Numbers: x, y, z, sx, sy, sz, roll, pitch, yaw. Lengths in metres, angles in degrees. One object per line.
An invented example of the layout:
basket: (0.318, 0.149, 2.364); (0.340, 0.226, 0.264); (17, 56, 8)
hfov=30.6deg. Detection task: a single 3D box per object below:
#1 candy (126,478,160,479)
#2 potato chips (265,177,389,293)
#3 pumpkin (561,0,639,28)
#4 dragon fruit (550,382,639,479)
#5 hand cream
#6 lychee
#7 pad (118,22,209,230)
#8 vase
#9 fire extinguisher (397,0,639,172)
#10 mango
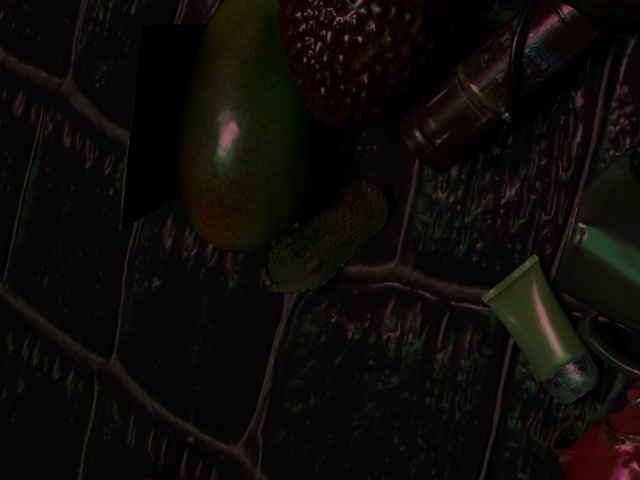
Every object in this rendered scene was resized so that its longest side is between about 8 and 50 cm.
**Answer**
candy: (-0.242, 0.540, 1.762); (0.427, 0.186, 0.386); (25, 101, 34)
potato chips: (0.000, 0.000, 1.557); (0.209, 0.142, 0.026); (-59, 38, 30)
pumpkin: (0.360, -0.355, 1.143); (0.225, 0.303, 0.256); (-33, 84, 54)
dragon fruit: (0.359, 0.284, 1.273); (0.224, 0.224, 0.227); (-6, 111, 37)
hand cream: (0.274, 0.114, 1.420); (0.095, 0.046, 0.175); (-44, 63, 33)
lychee: (0.058, -0.266, 1.415); (0.236, 0.236, 0.271); (31, 117, 30)
pad: (-0.197, -0.164, 1.558); (0.007, 0.367, 0.247); (9, 102, 7)
vase: (0.401, 0.071, 1.268); (0.301, 0.156, 0.251); (36, 131, 21)
fire extinguisher: (0.246, -0.202, 1.369); (0.341, 0.105, 0.141); (-39, 91, 33)
mango: (-0.090, -0.167, 1.550); (0.201, 0.225, 0.382); (10, 102, 5)
